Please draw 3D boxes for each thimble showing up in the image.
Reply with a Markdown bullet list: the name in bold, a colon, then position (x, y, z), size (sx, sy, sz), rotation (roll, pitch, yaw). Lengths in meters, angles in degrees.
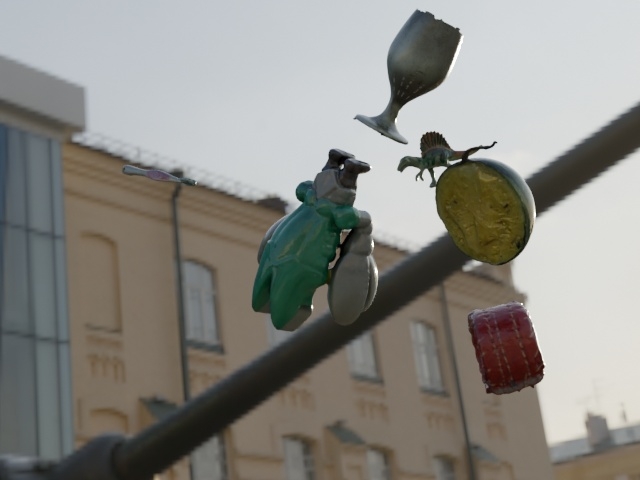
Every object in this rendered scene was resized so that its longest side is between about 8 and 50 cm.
- **thimble**: position (0.375, 0.214, 2.525), size (0.125, 0.189, 0.163), rotation (-14, -62, 3)

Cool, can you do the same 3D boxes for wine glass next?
- **wine glass**: position (0.167, -0.305, 2.312), size (0.126, 0.126, 0.241), rotation (16, -74, -45)

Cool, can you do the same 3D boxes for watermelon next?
- **watermelon**: position (0.329, -0.073, 2.392), size (0.127, 0.232, 0.204), rotation (-26, 6, -42)

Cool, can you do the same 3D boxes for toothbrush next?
- **toothbrush**: position (-0.261, -0.103, 1.992), size (0.022, 0.017, 0.204), rotation (29, -11, -40)

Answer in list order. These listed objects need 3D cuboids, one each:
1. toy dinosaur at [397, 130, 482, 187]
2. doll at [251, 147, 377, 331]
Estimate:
- **toy dinosaur**: position (0.232, -0.170, 2.451), size (0.187, 0.106, 0.044), rotation (-39, 22, -12)
- **doll**: position (0.008, 0.015, 1.750), size (0.153, 0.195, 0.258), rotation (14, -47, -44)
